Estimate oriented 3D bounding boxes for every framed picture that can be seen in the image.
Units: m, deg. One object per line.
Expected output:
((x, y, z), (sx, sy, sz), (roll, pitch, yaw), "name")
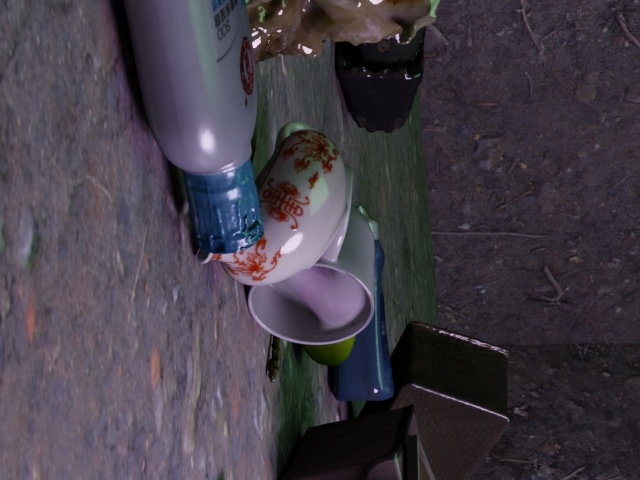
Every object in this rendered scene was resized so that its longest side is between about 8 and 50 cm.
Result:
((0.123, 0.348, 1.410), (0.150, 0.015, 0.203), (66, 20, -46), "framed picture")

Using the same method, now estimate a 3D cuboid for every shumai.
((0.022, -0.307, 1.125), (0.314, 0.262, 0.267), (-55, 136, -74), "shumai")

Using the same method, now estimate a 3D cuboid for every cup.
((-0.011, 0.004, 1.319), (0.173, 0.134, 0.142), (67, 21, -45), "cup")

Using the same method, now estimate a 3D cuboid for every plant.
((0.098, -0.297, 2.002), (0.256, 0.141, 0.164), (95, 2, -46), "plant")

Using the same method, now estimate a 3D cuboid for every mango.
((0.014, 0.076, 1.569), (0.117, 0.089, 0.163), (60, 31, -70), "mango")

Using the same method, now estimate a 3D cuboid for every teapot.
((-0.034, -0.037, 1.178), (0.245, 0.116, 0.159), (-73, -175, -56), "teapot")

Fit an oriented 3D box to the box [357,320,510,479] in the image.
((0.176, 0.287, 1.961), (0.143, 0.184, 0.273), (-82, -168, -50), "box")

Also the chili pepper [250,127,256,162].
((-0.081, -0.153, 1.192), (0.049, 0.043, 0.208), (40, 47, -60), "chili pepper")

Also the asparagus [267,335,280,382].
((-0.048, 0.095, 1.425), (0.016, 0.013, 0.166), (-41, -148, 44), "asparagus")

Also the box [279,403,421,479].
((0.058, 0.357, 1.492), (0.188, 0.153, 0.252), (-45, 123, -74), "box")

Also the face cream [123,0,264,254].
((-0.097, -0.144, 0.966), (0.163, 0.080, 0.337), (-75, 161, -57), "face cream")

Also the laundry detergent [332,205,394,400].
((0.062, 0.094, 1.841), (0.143, 0.094, 0.290), (5, 84, -79), "laundry detergent")
